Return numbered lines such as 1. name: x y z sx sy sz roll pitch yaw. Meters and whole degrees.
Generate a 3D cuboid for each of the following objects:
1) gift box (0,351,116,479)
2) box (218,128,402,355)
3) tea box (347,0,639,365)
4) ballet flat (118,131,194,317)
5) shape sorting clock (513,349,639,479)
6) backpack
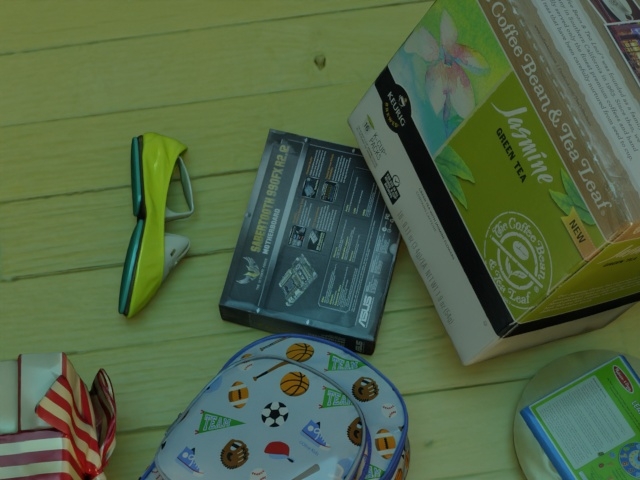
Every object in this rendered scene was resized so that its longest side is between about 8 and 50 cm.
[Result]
1. gift box: -0.333 0.259 1.429 0.258 0.276 0.255 -4 74 -2
2. box: 0.000 0.000 1.636 0.183 0.056 0.231 12 69 6
3. tea box: 0.238 -0.094 1.499 0.220 0.323 0.329 -11 66 -33
4. ballet flat: -0.187 -0.019 1.641 0.077 0.077 0.231 7 66 -14
5. shape sorting clock: 0.314 0.217 1.555 0.206 0.040 0.206 -1 65 2
6. backpack: -0.037 0.228 1.477 0.276 0.213 0.263 29 61 14
